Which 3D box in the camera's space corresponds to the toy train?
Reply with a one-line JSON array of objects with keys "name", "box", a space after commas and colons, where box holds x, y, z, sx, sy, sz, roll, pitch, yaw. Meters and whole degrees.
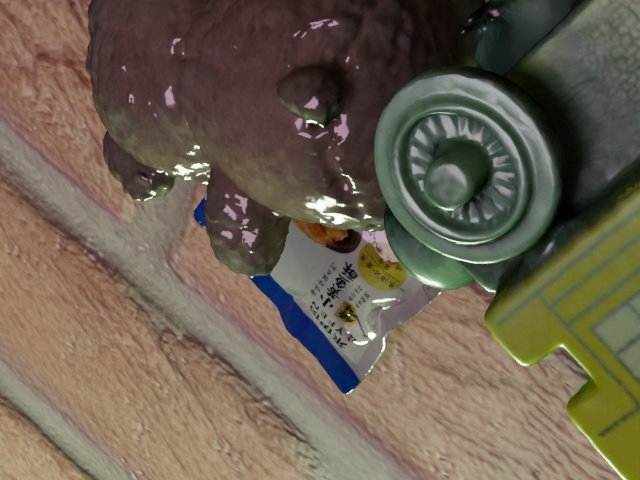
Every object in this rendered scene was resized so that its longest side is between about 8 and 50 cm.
[{"name": "toy train", "box": [0.218, -0.064, 0.888, 0.272, 0.179, 0.442, 48, 132, 1]}]

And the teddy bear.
[{"name": "teddy bear", "box": [-0.026, -0.095, 1.133, 0.267, 0.151, 0.236, 13, 91, 52]}]

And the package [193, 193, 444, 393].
[{"name": "package", "box": [0.000, 0.000, 1.286, 0.171, 0.027, 0.173, 48, 137, 9]}]
